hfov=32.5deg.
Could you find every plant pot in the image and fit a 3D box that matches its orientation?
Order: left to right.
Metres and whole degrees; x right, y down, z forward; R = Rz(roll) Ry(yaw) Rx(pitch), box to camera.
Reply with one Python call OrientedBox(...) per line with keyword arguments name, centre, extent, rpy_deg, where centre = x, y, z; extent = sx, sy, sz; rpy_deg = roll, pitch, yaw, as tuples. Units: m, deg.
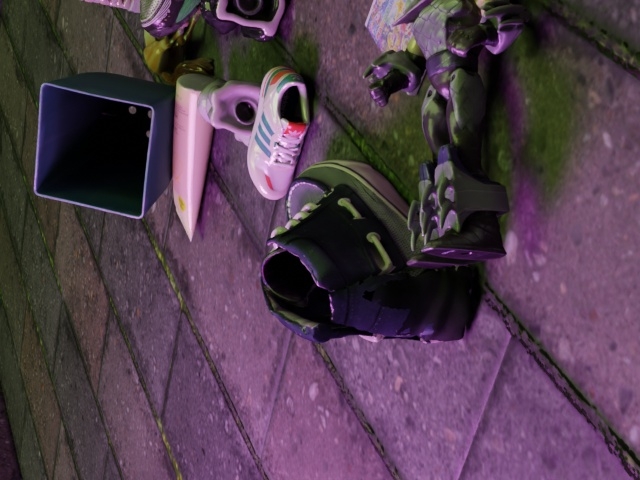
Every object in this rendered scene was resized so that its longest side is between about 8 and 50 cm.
OrientedBox(name="plant pot", centre=(-0.289, -0.159, 1.620), extent=(0.234, 0.165, 0.165), rpy_deg=(-55, -23, -67))

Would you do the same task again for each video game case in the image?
OrientedBox(name="video game case", centre=(0.081, -0.212, 1.071), extent=(0.122, 0.011, 0.087), rpy_deg=(-114, 34, -41))

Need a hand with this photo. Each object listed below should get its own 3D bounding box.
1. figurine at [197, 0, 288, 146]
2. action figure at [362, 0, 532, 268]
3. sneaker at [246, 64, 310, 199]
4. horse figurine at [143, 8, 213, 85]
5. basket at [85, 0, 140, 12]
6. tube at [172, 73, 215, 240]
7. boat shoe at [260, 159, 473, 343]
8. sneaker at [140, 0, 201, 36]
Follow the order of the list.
OrientedBox(name="figurine", centre=(-0.114, -0.234, 1.418), extent=(0.209, 0.092, 0.215), rpy_deg=(-147, 59, -70))
OrientedBox(name="action figure", centre=(0.109, -0.123, 0.917), extent=(0.185, 0.099, 0.285), rpy_deg=(154, 116, -68))
OrientedBox(name="sneaker", centre=(-0.046, -0.122, 1.290), extent=(0.075, 0.057, 0.161), rpy_deg=(-140, 57, -65))
OrientedBox(name="horse figurine", centre=(-0.226, -0.328, 1.663), extent=(0.174, 0.066, 0.263), rpy_deg=(-51, 43, 46))
OrientedBox(name="basket", centre=(-0.397, -0.592, 1.782), extent=(0.331, 0.266, 0.328), rpy_deg=(62, 143, 43))
OrientedBox(name="tube", centre=(-0.190, -0.122, 1.604), extent=(0.070, 0.062, 0.240), rpy_deg=(-52, -24, -54))
OrientedBox(name="boat shoe", centre=(0.000, 0.000, 1.076), extent=(0.340, 0.158, 0.127), rpy_deg=(-145, 58, -60))
OrientedBox(name="sneaker", centre=(-0.230, -0.446, 1.520), extent=(0.134, 0.146, 0.343), rpy_deg=(-13, 75, 48))
